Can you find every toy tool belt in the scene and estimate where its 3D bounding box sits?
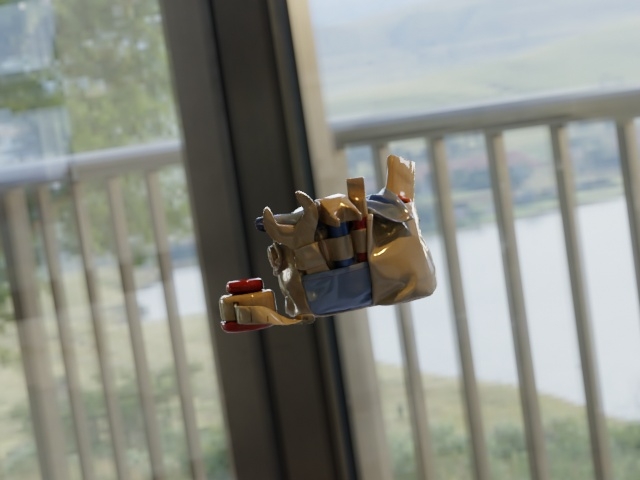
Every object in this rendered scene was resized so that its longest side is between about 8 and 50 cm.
[{"bbox_3d":[0.000,0.000,0.564,0.083,0.051,0.052,-11,4,-25],"label":"toy tool belt"}]
